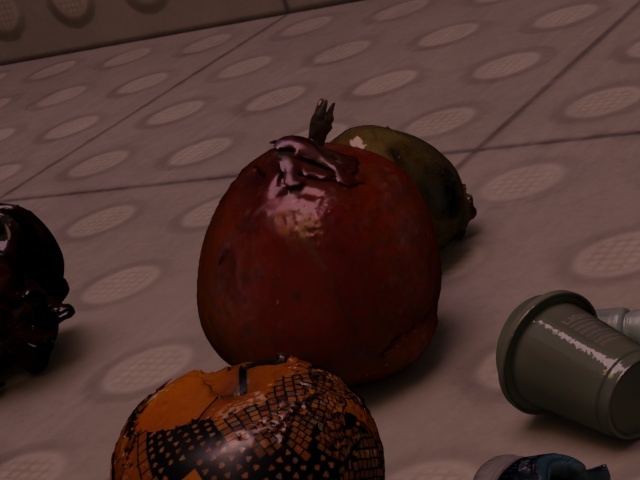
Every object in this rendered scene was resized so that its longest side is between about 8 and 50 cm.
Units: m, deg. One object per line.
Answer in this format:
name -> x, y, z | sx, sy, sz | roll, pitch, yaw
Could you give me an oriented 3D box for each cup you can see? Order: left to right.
cup -> 0.238, 0.114, 1.452 | 0.120, 0.120, 0.141 | -29, 31, -28

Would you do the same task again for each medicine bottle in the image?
medicine bottle -> 0.279, 0.089, 1.571 | 0.083, 0.047, 0.047 | -6, 23, 33

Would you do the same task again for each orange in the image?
orange -> -0.062, 0.200, 1.380 | 0.234, 0.182, 0.234 | -6, 17, 2

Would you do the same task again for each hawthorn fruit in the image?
hawthorn fruit -> 0.000, 0.000, 1.707 | 0.276, 0.307, 0.276 | -3, 15, 1

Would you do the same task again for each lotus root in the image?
lotus root -> 0.099, -0.047, 1.936 | 0.154, 0.154, 0.278 | -3, -14, 39

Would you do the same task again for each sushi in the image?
sushi -> -0.415, 0.065, 2.024 | 0.212, 0.227, 0.215 | -10, 25, 5

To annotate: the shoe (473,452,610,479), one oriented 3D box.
shoe -> 0.160, 0.223, 1.238 | 0.106, 0.091, 0.207 | -15, 15, 28
